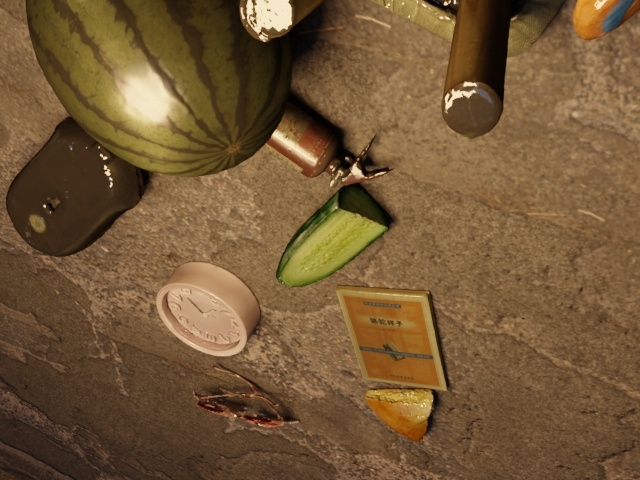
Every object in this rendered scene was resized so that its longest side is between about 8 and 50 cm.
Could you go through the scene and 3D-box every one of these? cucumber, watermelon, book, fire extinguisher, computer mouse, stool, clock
[{"bbox_3d":[0.000,0.000,1.028,0.115,0.063,0.244,14,142,-31],"label":"cucumber"},{"bbox_3d":[-0.184,-0.243,0.746,0.359,0.278,0.279,53,141,22],"label":"watermelon"},{"bbox_3d":[0.131,0.178,1.160,0.170,0.018,0.242,2,130,26],"label":"book"},{"bbox_3d":[-0.020,-0.145,0.900,0.252,0.075,0.106,35,145,-5],"label":"fire extinguisher"},{"bbox_3d":[-0.428,-0.091,1.134,0.323,0.116,0.183,-32,108,34],"label":"computer mouse"},{"bbox_3d":[0.112,-0.305,0.587,0.310,0.226,0.310,26,135,2],"label":"stool"},{"bbox_3d":[-0.219,0.136,1.265,0.196,0.068,0.197,14,133,15],"label":"clock"}]

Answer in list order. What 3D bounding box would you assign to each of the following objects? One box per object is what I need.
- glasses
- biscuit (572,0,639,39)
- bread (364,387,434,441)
[{"bbox_3d":[-0.172,0.358,1.452,0.255,0.096,0.162,14,162,13],"label":"glasses"},{"bbox_3d":[0.328,-0.281,0.464,0.049,0.324,0.205,49,167,23],"label":"biscuit"},{"bbox_3d":[0.149,0.329,1.265,0.135,0.054,0.154,20,133,14],"label":"bread"}]
